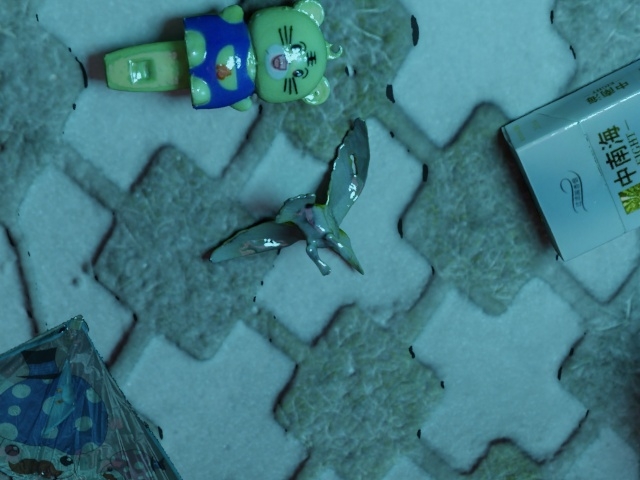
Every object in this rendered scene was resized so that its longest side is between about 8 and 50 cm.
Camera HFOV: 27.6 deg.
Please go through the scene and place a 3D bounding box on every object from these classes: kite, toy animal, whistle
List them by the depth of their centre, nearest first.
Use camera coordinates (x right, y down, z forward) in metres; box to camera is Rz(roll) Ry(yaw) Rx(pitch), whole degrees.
[{"bbox_3d":[-0.091,-0.172,1.237,0.227,0.085,0.105,-6,110,-6],"label":"whistle"},{"bbox_3d":[0.000,0.000,1.342,0.219,0.095,0.155,-35,114,11],"label":"toy animal"},{"bbox_3d":[-0.318,0.238,1.465,0.406,0.014,0.368,15,114,-17],"label":"kite"}]

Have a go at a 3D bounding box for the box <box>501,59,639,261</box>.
[{"bbox_3d":[0.328,-0.099,1.356,0.242,0.067,0.155,-27,118,5],"label":"box"}]
